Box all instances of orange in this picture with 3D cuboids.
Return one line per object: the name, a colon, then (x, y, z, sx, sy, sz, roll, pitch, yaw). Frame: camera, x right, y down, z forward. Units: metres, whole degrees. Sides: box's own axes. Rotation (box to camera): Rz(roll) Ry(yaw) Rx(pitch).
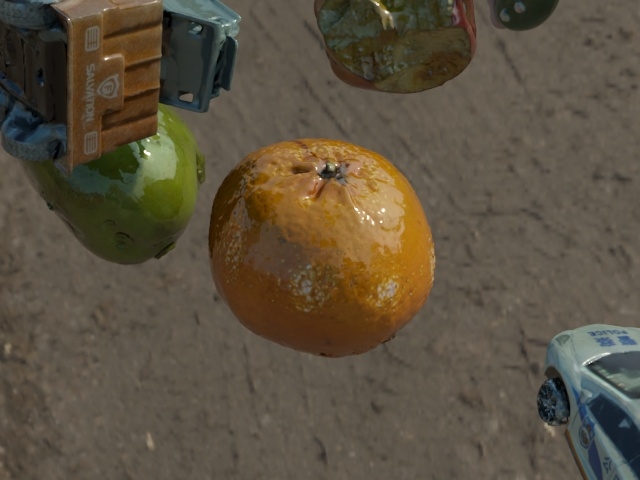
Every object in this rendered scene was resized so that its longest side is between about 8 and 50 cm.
orange: (0.000, 0.000, 1.022, 0.193, 0.161, 0.193, 9, 30, -5)

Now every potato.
potato: (-0.200, -0.084, 1.146, 0.148, 0.186, 0.253, -47, 38, 9)

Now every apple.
apple: (0.074, -0.227, 1.260, 0.158, 0.156, 0.147, -9, 28, 15)

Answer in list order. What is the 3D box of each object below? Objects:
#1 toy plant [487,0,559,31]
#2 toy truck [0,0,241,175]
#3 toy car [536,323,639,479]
toy plant: (0.219, -0.371, 1.476, 0.112, 0.243, 0.232, -18, 72, -22)
toy truck: (-0.219, -0.197, 0.975, 0.184, 0.133, 0.338, -20, 44, -34)
toy car: (0.182, 0.113, 0.663, 0.095, 0.056, 0.205, -2, 42, -15)
